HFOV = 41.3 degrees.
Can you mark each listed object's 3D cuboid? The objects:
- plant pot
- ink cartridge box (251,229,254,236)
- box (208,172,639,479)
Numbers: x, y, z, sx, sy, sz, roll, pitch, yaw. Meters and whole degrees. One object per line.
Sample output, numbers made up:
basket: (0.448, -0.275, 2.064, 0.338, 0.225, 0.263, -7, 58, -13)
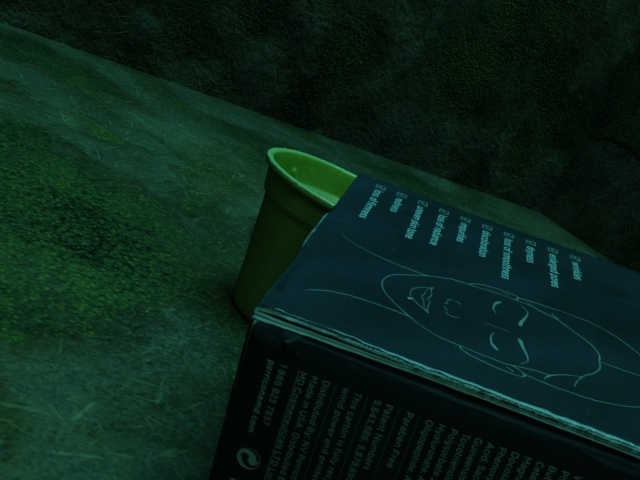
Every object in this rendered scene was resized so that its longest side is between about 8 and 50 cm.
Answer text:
plant pot: (-0.015, 0.022, 1.400, 0.276, 0.254, 0.276, 25, 17, -8)
ink cartridge box: (0.000, 0.000, 1.852, 0.275, 0.060, 0.239, 26, 17, -3)
box: (0.177, 0.184, 0.941, 0.472, 0.297, 0.480, 19, 22, 8)
